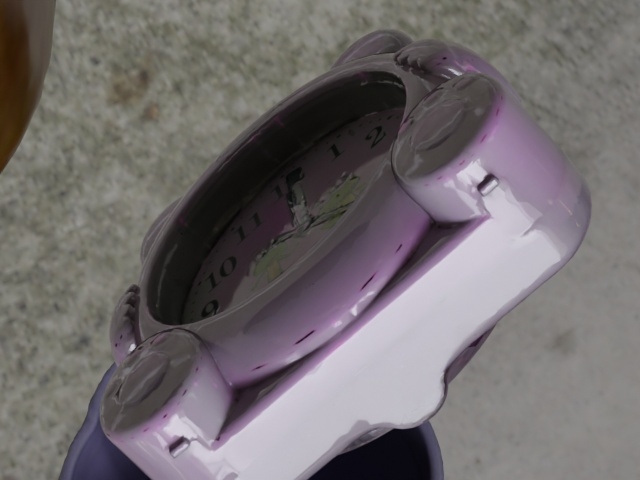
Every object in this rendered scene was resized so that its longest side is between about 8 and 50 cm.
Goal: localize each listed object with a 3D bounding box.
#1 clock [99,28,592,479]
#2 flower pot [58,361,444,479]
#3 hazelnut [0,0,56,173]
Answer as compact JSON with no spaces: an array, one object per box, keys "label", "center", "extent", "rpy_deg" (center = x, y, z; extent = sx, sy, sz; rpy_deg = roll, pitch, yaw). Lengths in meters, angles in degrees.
[{"label":"clock","center":[0.000,0.000,0.941],"extent":[0.295,0.322,0.113],"rpy_deg":[-41,112,8]},{"label":"flower pot","center":[-0.058,0.215,1.156],"extent":[0.265,0.265,0.243],"rpy_deg":[-17,156,-14]},{"label":"hazelnut","center":[-0.294,-0.178,0.647],"extent":[0.402,0.402,0.429],"rpy_deg":[-9,127,-23]}]
